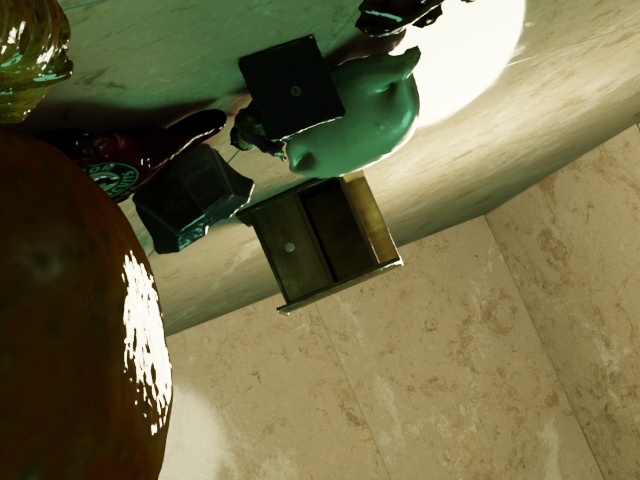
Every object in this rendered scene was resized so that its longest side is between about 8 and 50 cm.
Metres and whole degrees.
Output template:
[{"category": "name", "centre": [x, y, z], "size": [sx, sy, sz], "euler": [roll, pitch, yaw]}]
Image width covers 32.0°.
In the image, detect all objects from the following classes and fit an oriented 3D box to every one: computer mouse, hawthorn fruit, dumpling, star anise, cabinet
[{"category": "computer mouse", "centre": [-0.148, -0.059, 1.194], "size": [0.126, 0.071, 0.231], "euler": [-37, -158, -3]}, {"category": "hawthorn fruit", "centre": [-0.289, 0.122, 0.830], "size": [0.403, 0.403, 0.403], "euler": [-23, 173, -3]}, {"category": "dumpling", "centre": [0.042, -0.151, 1.169], "size": [0.105, 0.149, 0.216], "euler": [19, 151, -25]}, {"category": "star anise", "centre": [0.096, -0.220, 0.937], "size": [0.168, 0.057, 0.168], "euler": [-32, 178, -1]}, {"category": "cabinet", "centre": [0.000, 0.000, 1.800], "size": [0.215, 0.175, 0.148], "euler": [-23, 173, 3]}]

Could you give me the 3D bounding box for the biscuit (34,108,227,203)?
[{"category": "biscuit", "centre": [-0.201, -0.071, 1.043], "size": [0.151, 0.063, 0.235], "euler": [-32, 168, 30]}]

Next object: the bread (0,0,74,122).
[{"category": "bread", "centre": [-0.196, -0.119, 0.632], "size": [0.105, 0.076, 0.233], "euler": [-11, 179, -6]}]

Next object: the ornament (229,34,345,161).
[{"category": "ornament", "centre": [-0.047, -0.119, 1.109], "size": [0.088, 0.081, 0.203], "euler": [-21, 173, -20]}]
